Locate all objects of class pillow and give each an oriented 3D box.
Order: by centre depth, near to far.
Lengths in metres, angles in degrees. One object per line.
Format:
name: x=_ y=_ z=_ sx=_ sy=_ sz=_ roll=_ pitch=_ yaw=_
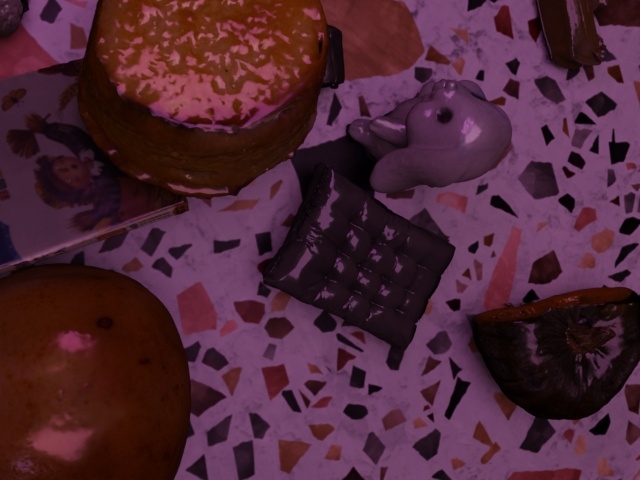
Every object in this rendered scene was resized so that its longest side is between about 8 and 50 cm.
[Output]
pillow: x=0.077 y=0.034 z=1.315 sx=0.326 sy=0.101 sz=0.228 roll=29 pitch=87 yaw=-25

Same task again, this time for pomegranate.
pomegranate: x=-0.377 y=0.231 z=1.069 sx=0.416 sy=0.416 sz=0.416 roll=-1 pitch=94 yaw=-17

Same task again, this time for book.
book: x=-0.451 y=-0.108 z=1.130 sx=0.428 sy=0.039 sz=0.300 roll=-21 pitch=76 yaw=-17

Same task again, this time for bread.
bread: x=-0.166 y=-0.262 z=1.107 sx=0.398 sy=0.215 sz=0.398 roll=3 pitch=75 yaw=-11

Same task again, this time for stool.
stool: x=-0.005 y=-0.311 z=1.289 sx=0.096 sy=0.096 sz=0.110 roll=-12 pitch=101 yaw=-16

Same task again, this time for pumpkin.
pumpkin: x=0.460 y=0.217 z=1.389 sx=0.325 sy=0.242 sz=0.232 roll=-13 pitch=89 yaw=-12

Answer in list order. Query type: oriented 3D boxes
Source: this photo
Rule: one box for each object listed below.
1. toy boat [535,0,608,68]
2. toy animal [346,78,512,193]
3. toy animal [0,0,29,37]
toy boat: x=0.477 y=-0.487 z=1.428 sx=0.121 sy=0.089 sz=0.321 roll=-17 pitch=96 yaw=-21
toy animal: x=0.187 y=-0.168 z=1.278 sx=0.249 sy=0.289 sz=0.174 roll=-27 pitch=104 yaw=7
toy animal: x=-0.510 y=-0.366 z=1.136 sx=0.137 sy=0.098 sz=0.098 roll=21 pitch=87 yaw=1
